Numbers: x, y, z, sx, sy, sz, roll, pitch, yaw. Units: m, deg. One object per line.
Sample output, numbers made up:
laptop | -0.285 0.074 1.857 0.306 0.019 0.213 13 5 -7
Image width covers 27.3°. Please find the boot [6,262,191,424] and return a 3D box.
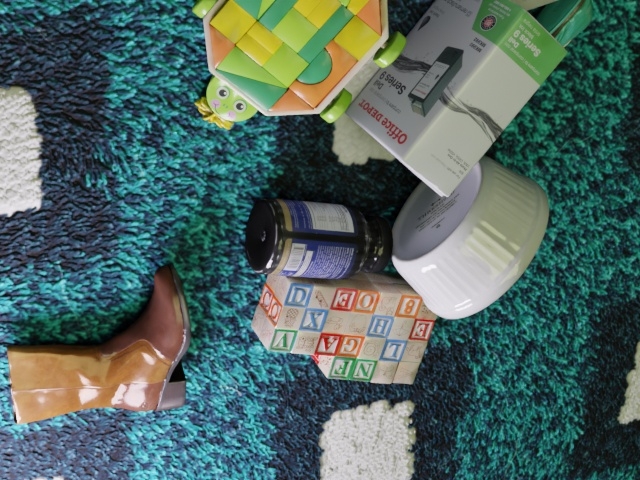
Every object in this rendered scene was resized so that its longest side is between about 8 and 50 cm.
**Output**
boot | -0.350 0.160 2.064 0.280 0.096 0.264 -2 124 -17

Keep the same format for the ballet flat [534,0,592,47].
ballet flat | 0.352 -0.310 2.144 0.247 0.083 0.087 -43 139 3

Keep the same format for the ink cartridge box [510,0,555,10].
ink cartridge box | 0.311 -0.515 1.828 0.285 0.166 0.395 -14 152 31

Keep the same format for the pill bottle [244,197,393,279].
pill bottle | 0.000 0.000 2.105 0.219 0.123 0.123 5 113 -28

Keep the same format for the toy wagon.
toy wagon | -0.056 -0.282 1.901 0.267 0.068 0.344 38 113 -15

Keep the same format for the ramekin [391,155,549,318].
ramekin | 0.229 -0.018 2.129 0.127 0.273 0.273 36 96 -24

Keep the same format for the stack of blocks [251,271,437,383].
stack of blocks | 0.040 0.140 2.218 0.297 0.087 0.171 8 112 -29

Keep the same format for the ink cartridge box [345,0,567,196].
ink cartridge box | 0.203 -0.240 2.024 0.121 0.211 0.289 35 97 -35
